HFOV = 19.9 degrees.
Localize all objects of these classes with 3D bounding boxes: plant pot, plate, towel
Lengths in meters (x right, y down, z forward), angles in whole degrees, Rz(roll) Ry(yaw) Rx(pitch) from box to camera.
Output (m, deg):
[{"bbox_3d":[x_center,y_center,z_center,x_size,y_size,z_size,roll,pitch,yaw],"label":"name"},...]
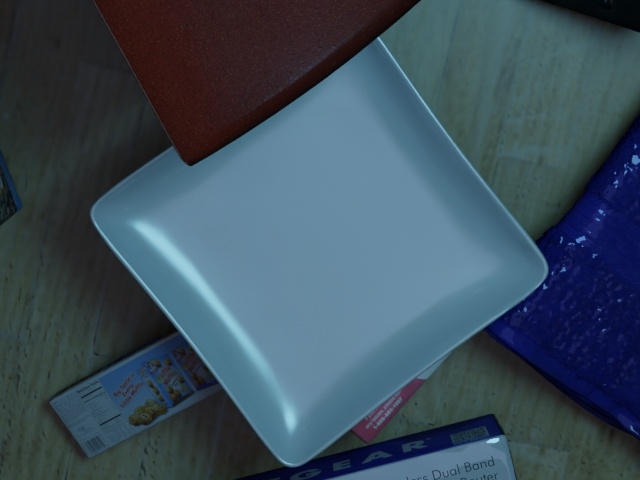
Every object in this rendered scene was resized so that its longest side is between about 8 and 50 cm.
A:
[{"bbox_3d":[-0.038,-0.257,1.352,0.236,0.267,0.267,-23,110,16],"label":"plant pot"},{"bbox_3d":[0.000,0.000,1.495,0.277,0.045,0.278,-37,96,1],"label":"plate"},{"bbox_3d":[0.310,0.015,1.590,0.227,0.076,0.308,36,95,-13],"label":"towel"}]

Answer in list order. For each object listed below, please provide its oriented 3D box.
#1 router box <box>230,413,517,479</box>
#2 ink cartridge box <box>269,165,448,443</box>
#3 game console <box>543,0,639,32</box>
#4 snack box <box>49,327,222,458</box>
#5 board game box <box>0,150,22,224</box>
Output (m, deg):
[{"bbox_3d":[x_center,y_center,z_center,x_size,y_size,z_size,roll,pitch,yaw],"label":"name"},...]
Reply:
[{"bbox_3d":[0.033,0.343,1.619,0.335,0.082,0.301,-15,99,1],"label":"router box"},{"bbox_3d":[0.009,0.043,1.570,0.218,0.092,0.158,41,95,-5],"label":"ink cartridge box"},{"bbox_3d":[0.184,-0.330,1.452,0.250,0.173,0.293,24,111,31],"label":"game console"},{"bbox_3d":[-0.151,0.127,1.577,0.178,0.022,0.064,-29,100,26],"label":"snack box"},{"bbox_3d":[-0.363,-0.088,1.438,0.141,0.291,0.232,-20,99,3],"label":"board game box"}]
